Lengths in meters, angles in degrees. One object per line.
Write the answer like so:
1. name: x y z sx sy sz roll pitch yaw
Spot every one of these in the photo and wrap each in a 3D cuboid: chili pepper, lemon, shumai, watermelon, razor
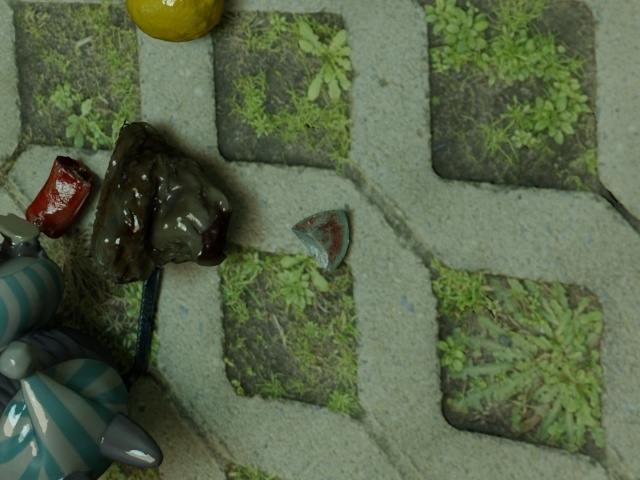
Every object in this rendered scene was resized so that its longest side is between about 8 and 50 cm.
1. chili pepper: -0.389 -0.061 1.679 0.123 0.073 0.070 -53 30 19
2. lemon: -0.201 -0.326 1.533 0.155 0.114 0.114 10 100 33
3. shumai: -0.211 -0.036 1.571 0.185 0.218 0.184 19 122 -19
4. watermelon: 0.000 0.000 1.492 0.085 0.061 0.085 -3 85 29
5. razor: -0.262 0.129 1.658 0.066 0.033 0.190 32 109 62

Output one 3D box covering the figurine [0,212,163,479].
1. figurine: -0.345 0.196 1.562 0.378 0.266 0.361 19 120 26
